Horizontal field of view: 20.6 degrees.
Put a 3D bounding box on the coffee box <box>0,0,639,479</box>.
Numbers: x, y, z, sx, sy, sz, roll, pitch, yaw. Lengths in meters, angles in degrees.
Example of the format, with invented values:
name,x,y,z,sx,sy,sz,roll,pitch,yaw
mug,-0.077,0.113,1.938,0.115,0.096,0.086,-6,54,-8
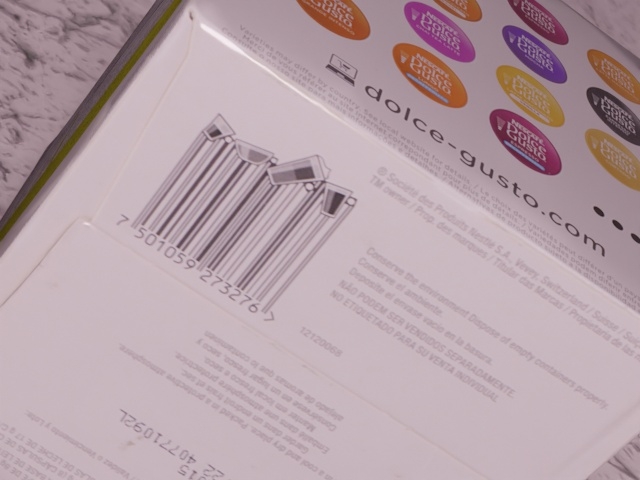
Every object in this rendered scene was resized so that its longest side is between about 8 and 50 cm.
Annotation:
name,x,y,z,sx,sy,sz,roll,pitch,yaw
coffee box,0.000,0.000,1.105,0.338,0.338,0.334,34,30,-11
